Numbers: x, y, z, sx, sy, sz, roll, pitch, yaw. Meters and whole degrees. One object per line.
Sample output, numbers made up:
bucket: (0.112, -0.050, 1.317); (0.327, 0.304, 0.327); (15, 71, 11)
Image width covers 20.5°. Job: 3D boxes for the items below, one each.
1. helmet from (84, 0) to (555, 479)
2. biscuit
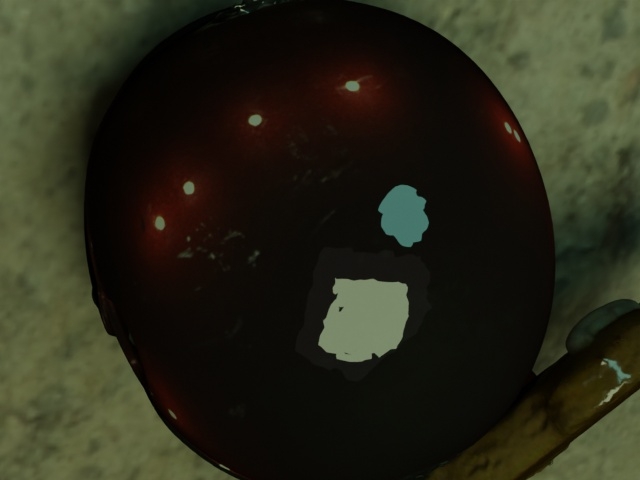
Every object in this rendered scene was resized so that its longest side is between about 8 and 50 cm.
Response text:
helmet: (0.000, 0.000, 0.738); (0.189, 0.193, 0.216); (-18, 86, -13)
biscuit: (0.076, 0.110, 0.870); (0.301, 0.049, 0.197); (-45, 164, 32)
